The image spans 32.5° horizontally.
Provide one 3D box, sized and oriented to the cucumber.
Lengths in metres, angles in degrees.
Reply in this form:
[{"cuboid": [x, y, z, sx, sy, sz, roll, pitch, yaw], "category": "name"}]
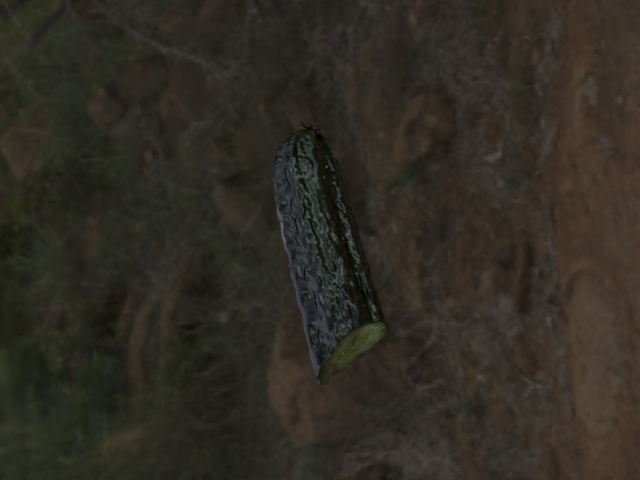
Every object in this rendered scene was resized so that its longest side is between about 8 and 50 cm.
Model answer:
[{"cuboid": [0.000, -0.001, 0.983, 0.077, 0.077, 0.265, 113, 148, -51], "category": "cucumber"}]
